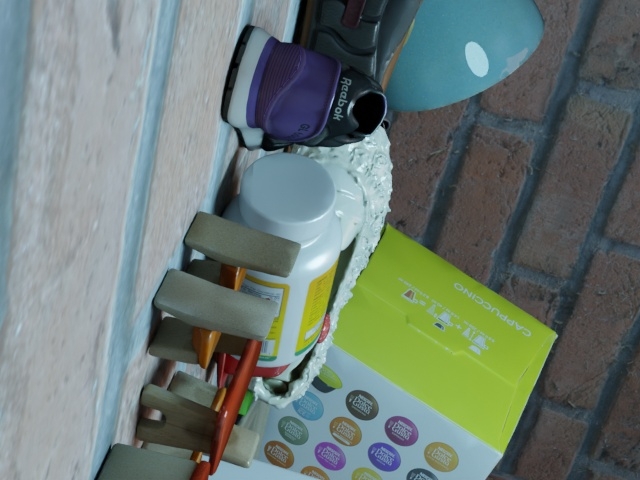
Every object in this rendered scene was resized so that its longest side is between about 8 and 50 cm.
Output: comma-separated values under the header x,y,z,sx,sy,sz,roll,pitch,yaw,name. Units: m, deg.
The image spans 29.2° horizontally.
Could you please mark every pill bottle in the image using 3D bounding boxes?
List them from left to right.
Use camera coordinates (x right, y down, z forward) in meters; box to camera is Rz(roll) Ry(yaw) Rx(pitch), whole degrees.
x,y,z,sx,sy,sz,roll,pitch,yaw,name
-0.042,0.018,1.174,0.208,0.118,0.117,101,6,-49,pill bottle

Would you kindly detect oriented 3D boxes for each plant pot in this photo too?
x,y,z,sx,sy,sz,roll,pitch,yaw,name
0.170,-0.359,1.865,0.195,0.290,0.290,61,31,-31,plant pot

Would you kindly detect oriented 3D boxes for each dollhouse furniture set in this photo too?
x,y,z,sx,sy,sz,roll,pitch,yaw,name
-0.083,0.156,1.015,0.259,0.135,0.262,-70,174,-49,dollhouse furniture set

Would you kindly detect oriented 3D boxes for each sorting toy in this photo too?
x,y,z,sx,sy,sz,roll,pitch,yaw,name
-0.130,0.313,1.705,0.196,0.047,0.347,-44,148,-71,sorting toy

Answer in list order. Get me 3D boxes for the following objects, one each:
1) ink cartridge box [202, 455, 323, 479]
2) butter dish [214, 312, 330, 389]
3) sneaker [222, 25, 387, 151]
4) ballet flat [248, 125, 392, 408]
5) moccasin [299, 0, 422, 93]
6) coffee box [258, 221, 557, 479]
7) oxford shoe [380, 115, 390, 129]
x,y,z,sx,sy,sz,roll,pitch,yaw,name
-0.094,0.379,1.335,0.270,0.198,0.197,99,8,-54,ink cartridge box
-0.047,0.084,1.382,0.160,0.118,0.160,102,6,-50,butter dish
-0.004,-0.116,1.105,0.283,0.124,0.107,-43,150,-83,sneaker
-0.007,0.029,1.512,0.147,0.147,0.409,-63,168,-72,ballet flat
0.063,-0.288,1.285,0.147,0.139,0.380,-80,180,-57,moccasin
0.112,0.242,1.900,0.338,0.338,0.334,-48,169,-53,coffee box
0.049,-0.175,1.751,0.097,0.098,0.271,-63,-179,34,oxford shoe
